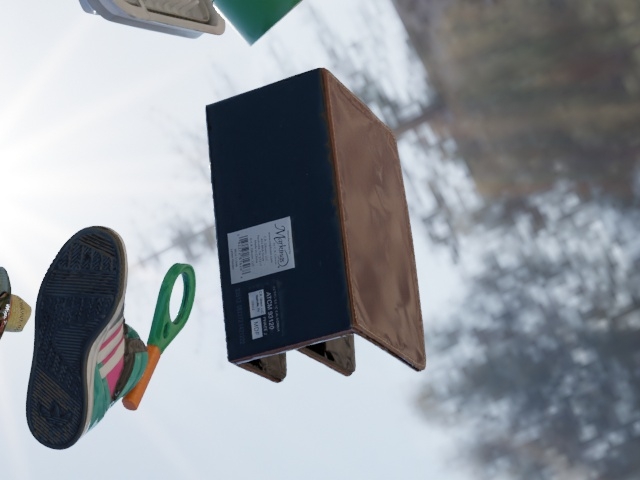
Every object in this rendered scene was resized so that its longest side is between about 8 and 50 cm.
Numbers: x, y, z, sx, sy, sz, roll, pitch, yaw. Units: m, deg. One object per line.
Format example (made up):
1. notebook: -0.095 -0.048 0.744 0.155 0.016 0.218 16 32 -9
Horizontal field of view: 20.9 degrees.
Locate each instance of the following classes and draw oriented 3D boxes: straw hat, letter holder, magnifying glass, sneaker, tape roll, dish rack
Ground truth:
1. straw hat: -0.494 0.116 2.760 0.061 0.144 0.144 13 -135 -30
2. letter holder: 0.000 0.000 1.909 0.214 0.152 0.302 33 -134 -57
3. magnifying glass: -0.220 0.129 2.363 0.092 0.026 0.231 77 -154 -51
4. sneaker: -0.285 0.110 2.235 0.178 0.124 0.295 -39 -34 -72
5. tape roll: 0.008 -0.371 2.125 0.077 0.321 0.321 49 -163 -6
6. dish rack: -0.281 -0.410 2.460 0.333 0.072 0.285 -1 -117 -64
